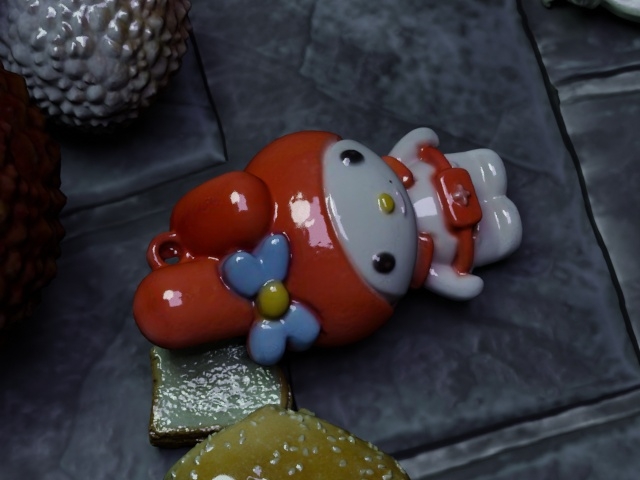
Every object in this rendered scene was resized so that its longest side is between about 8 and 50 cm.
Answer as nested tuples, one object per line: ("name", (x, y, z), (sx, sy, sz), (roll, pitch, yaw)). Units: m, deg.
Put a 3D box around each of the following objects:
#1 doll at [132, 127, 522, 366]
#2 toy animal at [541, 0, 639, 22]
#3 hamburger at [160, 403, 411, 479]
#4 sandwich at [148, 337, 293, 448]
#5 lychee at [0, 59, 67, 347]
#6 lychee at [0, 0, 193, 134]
("doll", (0.000, 0.000, 1.418), (0.290, 0.130, 0.161), (-12, 79, -21))
("toy animal", (0.296, -0.215, 1.548), (0.176, 0.073, 0.217), (35, 66, 30))
("hamburger", (-0.011, 0.222, 1.325), (0.189, 0.122, 0.215), (-35, 72, -14))
("sandwich", (-0.072, 0.103, 1.424), (0.105, 0.036, 0.093), (1, 65, 0))
("lychee", (-0.315, -0.036, 1.371), (0.300, 0.264, 0.264), (19, 67, 13))
("lychee", (-0.178, -0.173, 1.481), (0.165, 0.165, 0.197), (-14, 73, -6))
